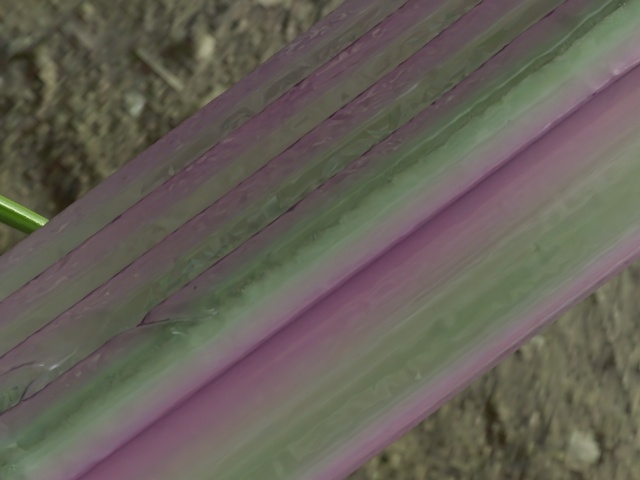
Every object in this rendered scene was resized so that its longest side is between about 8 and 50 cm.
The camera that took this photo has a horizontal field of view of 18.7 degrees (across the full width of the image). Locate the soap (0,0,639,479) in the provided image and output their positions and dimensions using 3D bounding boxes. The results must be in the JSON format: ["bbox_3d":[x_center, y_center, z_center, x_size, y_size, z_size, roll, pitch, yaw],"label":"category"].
[{"bbox_3d":[0.000,0.000,0.500,0.203,0.122,0.065,-37,115,0],"label":"soap"}]

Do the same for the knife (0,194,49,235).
[{"bbox_3d":[-0.142,0.000,1.054,0.184,0.026,0.022,28,153,-25],"label":"knife"}]
